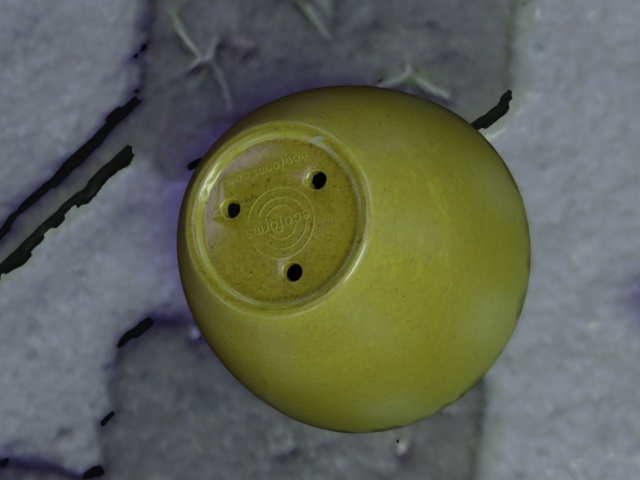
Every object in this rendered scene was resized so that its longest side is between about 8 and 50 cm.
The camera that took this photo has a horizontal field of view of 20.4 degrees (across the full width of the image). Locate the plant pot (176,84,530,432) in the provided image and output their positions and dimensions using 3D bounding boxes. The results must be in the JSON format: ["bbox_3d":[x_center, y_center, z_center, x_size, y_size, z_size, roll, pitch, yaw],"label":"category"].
[{"bbox_3d":[0.000,0.000,0.644,0.134,0.095,0.134,-3,80,19],"label":"plant pot"}]
